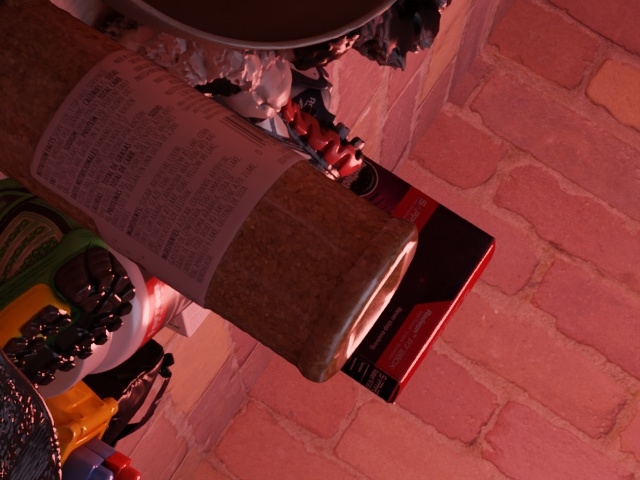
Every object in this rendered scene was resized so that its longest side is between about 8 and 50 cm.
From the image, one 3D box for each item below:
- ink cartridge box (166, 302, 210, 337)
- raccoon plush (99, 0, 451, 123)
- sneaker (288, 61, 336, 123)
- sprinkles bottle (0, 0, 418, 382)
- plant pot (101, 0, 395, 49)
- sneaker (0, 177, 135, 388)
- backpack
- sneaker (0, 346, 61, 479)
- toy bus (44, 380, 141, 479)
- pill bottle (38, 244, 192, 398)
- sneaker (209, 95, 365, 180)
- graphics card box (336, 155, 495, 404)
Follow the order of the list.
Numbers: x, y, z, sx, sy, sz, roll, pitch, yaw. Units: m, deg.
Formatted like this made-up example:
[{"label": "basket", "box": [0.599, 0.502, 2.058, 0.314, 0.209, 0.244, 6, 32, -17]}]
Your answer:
[{"label": "ink cartridge box", "box": [-0.166, -0.001, 1.860, 0.181, 0.056, 0.224, -52, 151, -32]}, {"label": "raccoon plush", "box": [-0.058, -0.312, 1.102, 0.216, 0.299, 0.446, -19, 110, -53]}, {"label": "sneaker", "box": [-0.061, -0.160, 1.459, 0.094, 0.153, 0.235, -62, 170, 23]}, {"label": "sprinkles bottle", "box": [-0.114, -0.051, 0.863, 0.121, 0.355, 0.121, -55, 171, -14]}, {"label": "plant pot", "box": [-0.079, -0.251, 0.803, 0.284, 0.284, 0.191, -55, -153, -16]}, {"label": "sneaker", "box": [-0.297, 0.088, 1.090, 0.343, 0.146, 0.134, -43, 158, 18]}, {"label": "backpack", "box": [-0.275, 0.194, 1.636, 0.152, 0.115, 0.182, -35, 164, -43]}, {"label": "sneaker", "box": [-0.306, 0.108, 0.940, 0.124, 0.178, 0.295, -51, 140, -35]}, {"label": "toy bus", "box": [-0.296, 0.229, 1.342, 0.220, 0.211, 0.149, -58, 173, 15]}, {"label": "pill bottle", "box": [-0.207, 0.028, 1.278, 0.161, 0.161, 0.283, -63, 171, 30]}, {"label": "sneaker", "box": [-0.077, -0.109, 1.356, 0.276, 0.097, 0.135, 35, 90, -40]}, {"label": "graphics card box", "box": [0.000, 0.000, 1.646, 0.233, 0.371, 0.094, -53, 171, -22]}]
